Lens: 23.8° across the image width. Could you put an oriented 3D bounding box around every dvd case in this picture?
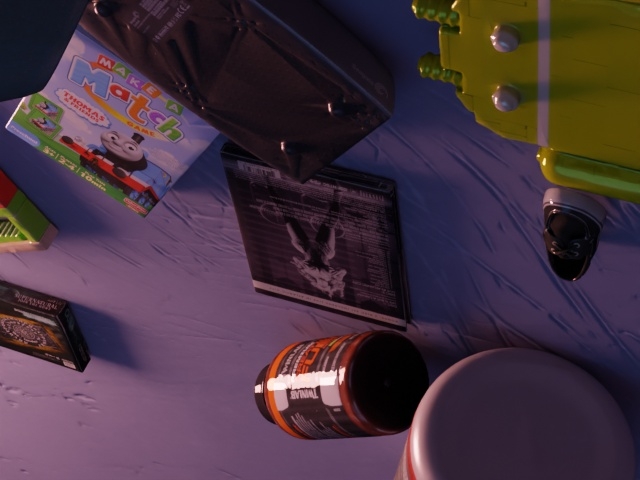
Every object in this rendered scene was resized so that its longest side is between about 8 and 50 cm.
[{"bbox_3d":[0.000,0.000,1.421,0.165,0.018,0.221,14,146,18],"label":"dvd case"}]

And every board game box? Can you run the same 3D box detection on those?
[{"bbox_3d":[-0.375,0.092,1.829,0.186,0.026,0.126,16,147,18],"label":"board game box"},{"bbox_3d":[-0.184,-0.113,1.370,0.160,0.039,0.211,34,147,-10],"label":"board game box"}]

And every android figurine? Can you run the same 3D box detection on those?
[{"bbox_3d":[0.196,-0.121,1.063,0.273,0.056,0.248,15,147,16],"label":"android figurine"}]

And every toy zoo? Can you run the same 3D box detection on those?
[{"bbox_3d":[-0.432,-0.089,1.599,0.192,0.030,0.293,-3,138,39],"label":"toy zoo"}]

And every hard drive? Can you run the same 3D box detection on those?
[{"bbox_3d":[-0.071,-0.159,1.204,0.255,0.054,0.172,36,148,-13],"label":"hard drive"}]

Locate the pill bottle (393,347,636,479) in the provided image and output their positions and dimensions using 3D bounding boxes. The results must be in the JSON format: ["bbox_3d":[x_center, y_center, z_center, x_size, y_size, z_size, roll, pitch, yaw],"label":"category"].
[{"bbox_3d":[0.170,0.275,1.517,0.210,0.210,0.363,22,149,7],"label":"pill bottle"}]

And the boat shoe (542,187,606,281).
[{"bbox_3d":[0.200,-0.003,1.204,0.049,0.040,0.142,14,167,17],"label":"boat shoe"}]

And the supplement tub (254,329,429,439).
[{"bbox_3d":[0.013,0.150,1.543,0.106,0.106,0.198,41,150,-23],"label":"supplement tub"}]

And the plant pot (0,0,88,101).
[{"bbox_3d":[-0.259,-0.206,1.071,0.195,0.290,0.290,25,150,-14],"label":"plant pot"}]
